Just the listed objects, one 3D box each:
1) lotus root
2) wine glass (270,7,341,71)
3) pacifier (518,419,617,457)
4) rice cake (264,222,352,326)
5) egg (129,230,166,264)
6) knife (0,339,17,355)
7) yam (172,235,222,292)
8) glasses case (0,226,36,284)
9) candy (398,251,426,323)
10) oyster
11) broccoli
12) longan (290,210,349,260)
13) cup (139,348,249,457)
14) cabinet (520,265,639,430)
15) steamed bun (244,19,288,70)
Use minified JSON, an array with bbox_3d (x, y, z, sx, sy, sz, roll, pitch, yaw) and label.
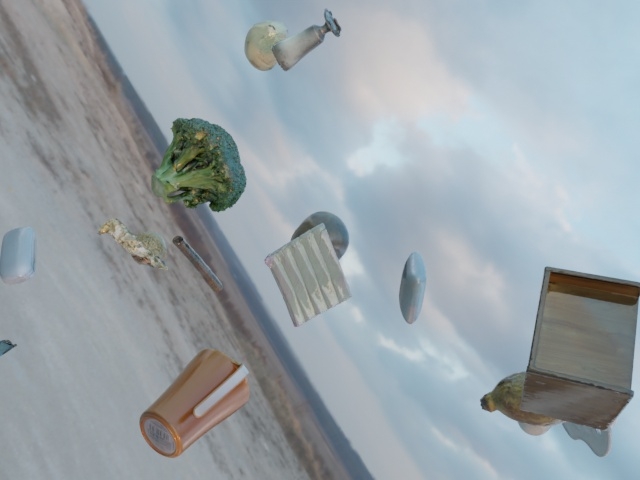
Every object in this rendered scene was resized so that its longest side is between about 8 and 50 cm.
[{"bbox_3d":[0.474,0.359,1.329,0.138,0.214,0.139,-5,90,-84],"label":"lotus root"},{"bbox_3d":[-0.032,-0.454,1.326,0.072,0.155,0.072,44,32,-37],"label":"wine glass"},{"bbox_3d":[0.602,0.419,1.462,0.287,0.225,0.239,-159,-126,-84],"label":"pacifier"},{"bbox_3d":[-0.028,0.088,1.448,0.198,0.189,0.037,60,-3,1],"label":"rice cake"},{"bbox_3d":[-0.573,0.027,1.933,0.140,0.118,0.116,-46,-114,44],"label":"egg"},{"bbox_3d":[-0.975,0.361,1.601,0.044,0.296,0.026,48,-48,-1],"label":"knife"},{"bbox_3d":[-0.410,0.083,1.973,0.327,0.045,0.045,65,16,-54],"label":"yam"},{"bbox_3d":[-0.674,0.031,1.303,0.178,0.067,0.045,-118,-160,-46],"label":"glasses case"},{"bbox_3d":[0.263,0.136,1.670,0.138,0.071,0.174,-80,173,-54],"label":"candy"},{"bbox_3d":[-0.479,0.018,1.545,0.106,0.061,0.200,14,-24,47],"label":"oyster"},{"bbox_3d":[-0.346,-0.206,1.686,0.307,0.275,0.308,32,-39,31],"label":"broccoli"},{"bbox_3d":[0.000,0.000,2.064,0.196,0.220,0.197,38,-29,26],"label":"longan"},{"bbox_3d":[-0.295,0.393,1.434,0.226,0.264,0.182,-33,-86,39],"label":"cup"},{"bbox_3d":[0.409,0.177,0.922,0.148,0.175,0.215,10,-27,21],"label":"cabinet"},{"bbox_3d":[-0.145,-0.500,1.475,0.090,0.130,0.112,19,28,-23],"label":"steamed bun"}]
